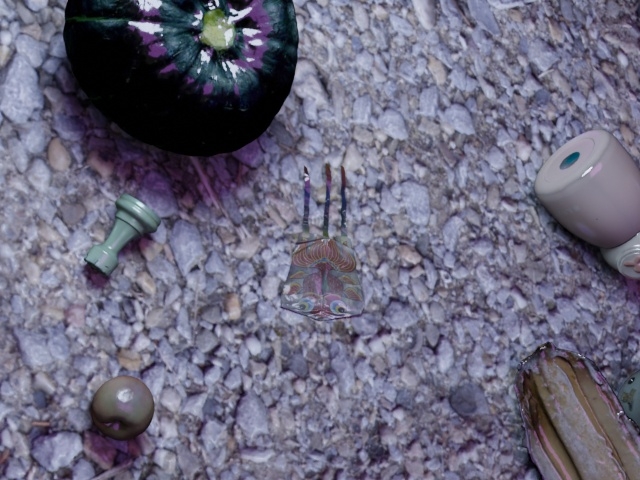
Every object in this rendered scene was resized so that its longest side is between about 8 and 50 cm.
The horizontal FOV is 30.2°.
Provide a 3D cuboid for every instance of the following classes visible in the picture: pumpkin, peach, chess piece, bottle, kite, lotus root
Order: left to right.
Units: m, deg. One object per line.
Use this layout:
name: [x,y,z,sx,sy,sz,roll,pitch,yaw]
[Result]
chess piece: [-0.264,-0.004,1.558,0.067,0.067,0.103,38,78,-11]
peach: [-0.251,0.212,1.512,0.083,0.083,0.083,4,78,-21]
pumpkin: [-0.185,-0.264,1.549,0.315,0.238,0.315,-4,100,-26]
kite: [0.001,-0.001,1.689,0.127,0.016,0.230,2,80,-25]
lotus root: [0.391,0.304,1.750,0.167,0.078,0.330,-26,87,6]
bottle: [0.450,-0.041,1.814,0.236,0.147,0.147,46,67,-17]

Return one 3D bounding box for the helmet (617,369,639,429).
helmet: [0.512,0.264,1.800,0.177,0.107,0.153,28,65,-37]
